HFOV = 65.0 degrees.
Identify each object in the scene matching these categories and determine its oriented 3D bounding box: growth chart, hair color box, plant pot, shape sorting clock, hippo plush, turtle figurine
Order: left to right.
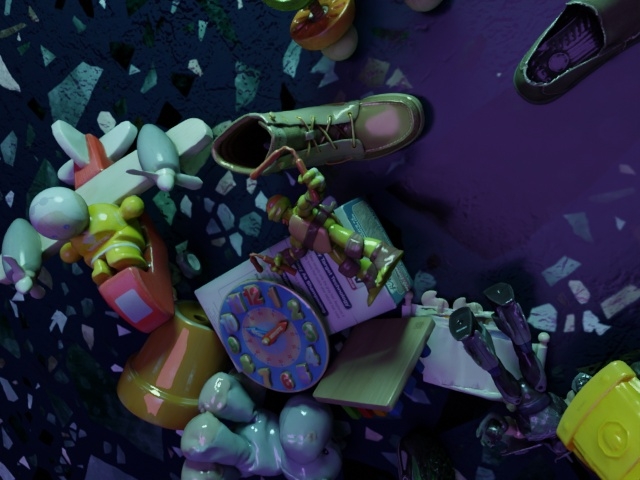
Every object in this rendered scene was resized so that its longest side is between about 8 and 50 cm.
[{"bbox_3d":[-0.262,0.226,0.978,0.205,0.205,0.188,26,98,19],"label":"plant pot"},{"bbox_3d":[-0.089,0.378,0.888,0.236,0.234,0.295,4,109,25],"label":"hippo plush"},{"bbox_3d":[-0.081,0.158,0.817,0.206,0.040,0.206,8,109,25],"label":"shape sorting clock"},{"bbox_3d":[-0.037,0.082,0.856,0.347,0.105,0.174,-28,91,31],"label":"hair color box"},{"bbox_3d":[0.000,0.000,0.705,0.217,0.087,0.270,34,139,11],"label":"turtle figurine"},{"bbox_3d":[0.234,0.173,0.789,0.237,0.021,0.172,14,110,24],"label":"growth chart"}]

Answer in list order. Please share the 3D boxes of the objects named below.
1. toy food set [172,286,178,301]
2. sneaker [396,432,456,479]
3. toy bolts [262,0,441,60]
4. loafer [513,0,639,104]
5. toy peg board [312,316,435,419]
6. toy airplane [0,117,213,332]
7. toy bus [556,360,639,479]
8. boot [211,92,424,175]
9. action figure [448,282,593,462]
[{"bbox_3d":[-0.327,0.143,1.075,0.082,0.020,0.083,-34,87,31],"label":"toy food set"},{"bbox_3d":[0.149,0.486,0.857,0.146,0.134,0.344,5,107,27],"label":"sneaker"},{"bbox_3d":[0.062,-0.375,0.690,0.228,0.158,0.219,-3,62,38],"label":"toy bolts"},{"bbox_3d":[0.333,-0.255,0.577,0.094,0.087,0.251,48,120,8],"label":"loafer"},{"bbox_3d":[0.099,0.207,0.783,0.160,0.161,0.079,-13,122,49],"label":"toy peg board"},{"bbox_3d":[-0.401,-0.061,0.898,0.384,0.272,0.387,15,91,16],"label":"toy airplane"},{"bbox_3d":[0.429,0.269,0.575,0.220,0.211,0.150,22,109,-11],"label":"toy bus"},{"bbox_3d":[-0.002,-0.151,0.714,0.261,0.203,0.095,-1,102,29],"label":"boot"},{"bbox_3d":[0.285,0.207,0.702,0.185,0.099,0.285,-33,101,4],"label":"action figure"}]
